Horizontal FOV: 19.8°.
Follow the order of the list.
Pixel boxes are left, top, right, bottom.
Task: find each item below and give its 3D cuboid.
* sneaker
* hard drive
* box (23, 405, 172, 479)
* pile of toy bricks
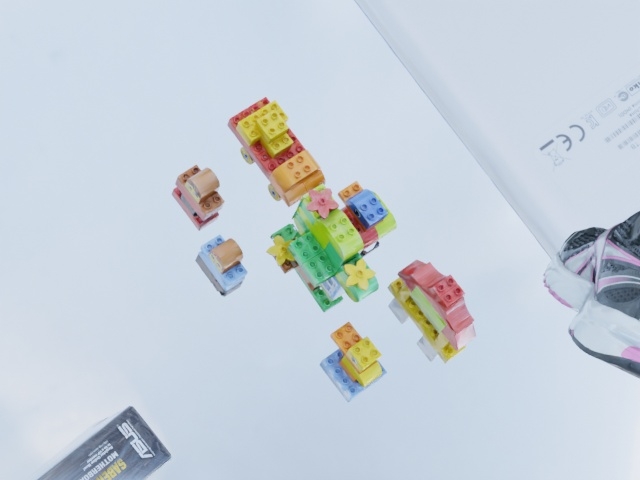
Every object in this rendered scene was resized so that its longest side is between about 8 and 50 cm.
[{"bbox_3d":[0.168,0.016,0.938,0.072,0.178,0.077,28,101,-8],"label":"sneaker"},{"bbox_3d":[0.168,-0.145,1.232,0.210,0.319,0.040,-35,170,-5],"label":"hard drive"},{"bbox_3d":[-0.223,0.218,1.490,0.183,0.056,0.231,-39,-179,-18],"label":"box"},{"bbox_3d":[0.000,0.000,1.148,0.118,0.212,0.105,-34,170,-21],"label":"pile of toy bricks"}]
